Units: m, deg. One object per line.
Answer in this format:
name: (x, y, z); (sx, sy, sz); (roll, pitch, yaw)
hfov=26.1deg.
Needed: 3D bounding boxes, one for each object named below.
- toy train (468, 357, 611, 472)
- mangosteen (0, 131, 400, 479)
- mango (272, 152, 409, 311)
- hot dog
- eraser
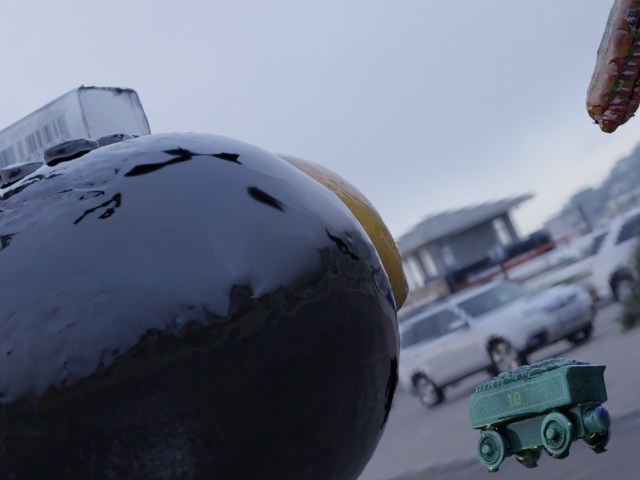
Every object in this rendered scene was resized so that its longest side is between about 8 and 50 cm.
toy train: (0.213, 0.170, 1.351); (0.070, 0.099, 0.172); (2, -17, -36)
mangosteen: (-0.114, 0.133, 1.030); (0.382, 0.435, 0.382); (-20, -3, -1)
mango: (0.001, -0.003, 1.824); (0.144, 0.187, 0.359); (-20, -29, 28)
hot dog: (0.258, -0.157, 1.142); (0.062, 0.144, 0.038); (18, 2, -36)
eraser: (-0.386, -0.045, 1.530); (0.397, 0.082, 0.213); (-28, -1, 14)
